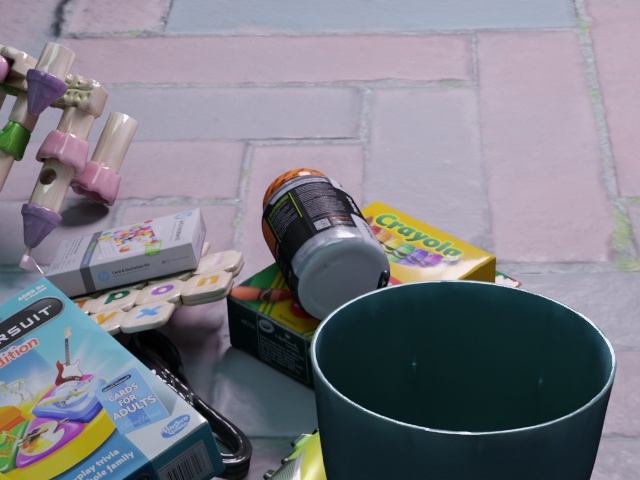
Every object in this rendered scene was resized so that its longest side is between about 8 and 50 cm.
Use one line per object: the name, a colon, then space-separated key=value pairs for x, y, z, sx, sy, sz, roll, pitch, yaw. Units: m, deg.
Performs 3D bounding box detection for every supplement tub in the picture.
supplement tub: x=0.000 y=0.000 z=2.021 sx=0.117 sy=0.117 sz=0.190 roll=-12 pitch=35 yaw=-12

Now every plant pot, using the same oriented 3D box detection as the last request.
plant pot: x=0.133 y=0.209 z=1.718 sx=0.293 sy=0.235 sz=0.293 roll=1 pitch=27 yaw=-1

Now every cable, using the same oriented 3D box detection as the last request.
cable: x=-0.173 y=0.187 z=1.986 sx=0.287 sy=0.072 sz=0.139 roll=35 pitch=31 yaw=27

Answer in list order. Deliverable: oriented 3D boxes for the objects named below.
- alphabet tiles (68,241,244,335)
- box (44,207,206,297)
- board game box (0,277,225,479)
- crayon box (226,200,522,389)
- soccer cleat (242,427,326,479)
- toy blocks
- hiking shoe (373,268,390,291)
alphabet tiles: x=-0.237 y=0.067 z=2.100 sx=0.284 sy=0.021 sz=0.278 roll=-12 pitch=18 yaw=11
box: x=-0.239 y=0.017 z=2.160 sx=0.186 sy=0.038 sz=0.145 roll=-12 pitch=18 yaw=5
board game box: x=-0.300 y=0.200 z=1.809 sx=0.254 sy=0.079 sz=0.336 roll=-34 pitch=43 yaw=-22
crayon box: x=0.068 y=0.059 z=2.104 sx=0.202 sy=0.081 sz=0.318 roll=25 pitch=43 yaw=37
soccer cleat: x=-0.007 y=0.271 z=1.814 sx=0.121 sy=0.093 sz=0.289 roll=44 pitch=45 yaw=11
toy blocks: x=-0.442 y=-0.120 z=2.267 sx=0.288 sy=0.309 sz=0.260 roll=17 pitch=76 yaw=19
hiking shoe: x=0.120 y=0.139 z=1.886 sx=0.227 sy=0.114 sz=0.086 roll=42 pitch=30 yaw=5
